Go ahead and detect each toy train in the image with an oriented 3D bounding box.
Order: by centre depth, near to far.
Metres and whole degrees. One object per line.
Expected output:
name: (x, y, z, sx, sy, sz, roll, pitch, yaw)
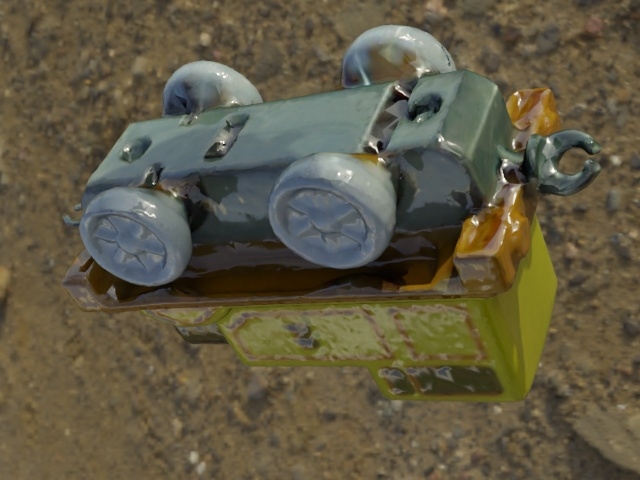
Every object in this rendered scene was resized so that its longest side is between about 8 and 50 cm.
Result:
toy train: (0.000, 0.000, 0.388, 0.219, 0.127, 0.089, -5, 40, 30)
